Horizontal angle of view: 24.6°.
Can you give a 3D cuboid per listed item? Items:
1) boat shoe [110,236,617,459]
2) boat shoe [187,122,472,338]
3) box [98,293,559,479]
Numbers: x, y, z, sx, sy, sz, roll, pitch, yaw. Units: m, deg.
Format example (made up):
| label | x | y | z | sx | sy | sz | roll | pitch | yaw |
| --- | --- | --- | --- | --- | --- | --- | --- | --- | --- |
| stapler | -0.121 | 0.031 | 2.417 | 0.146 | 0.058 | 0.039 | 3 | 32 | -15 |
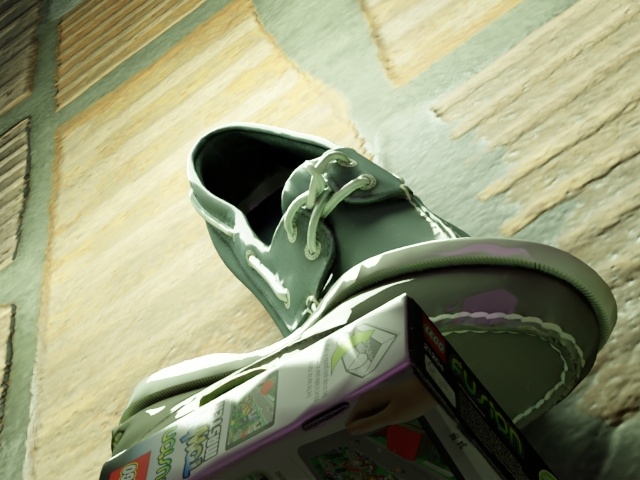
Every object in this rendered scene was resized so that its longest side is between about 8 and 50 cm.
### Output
| label | x | y | z | sx | sy | sz | roll | pitch | yaw |
| --- | --- | --- | --- | --- | --- | --- | --- | --- | --- |
| boat shoe | 0.004 | 0.089 | 0.683 | 0.305 | 0.109 | 0.091 | -26 | 28 | 39 |
| boat shoe | 0.000 | 0.000 | 0.842 | 0.116 | 0.099 | 0.319 | -42 | 25 | -7 |
| box | 0.037 | 0.122 | 0.454 | 0.114 | 0.207 | 0.036 | -30 | 26 | 19 |
